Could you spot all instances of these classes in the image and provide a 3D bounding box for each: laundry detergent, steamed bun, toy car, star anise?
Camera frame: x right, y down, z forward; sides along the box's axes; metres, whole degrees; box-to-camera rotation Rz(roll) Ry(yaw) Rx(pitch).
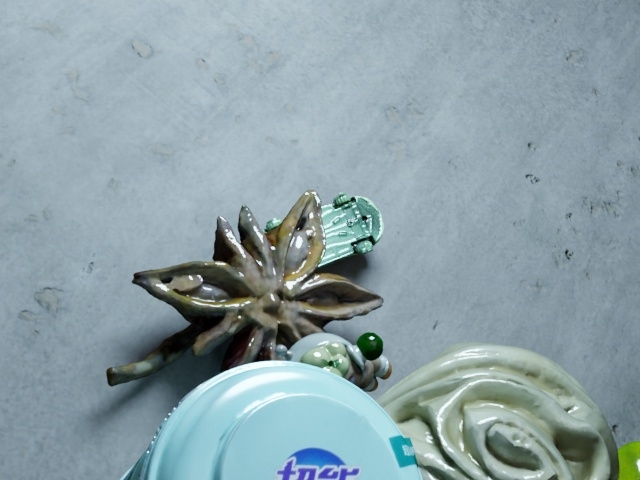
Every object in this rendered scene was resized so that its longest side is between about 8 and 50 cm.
[{"bbox_3d":[-0.061,0.287,0.980,0.287,0.305,0.287,11,58,-19],"label":"laundry detergent"},{"bbox_3d":[0.232,0.264,1.184,0.324,0.219,0.310,-29,77,-35],"label":"steamed bun"},{"bbox_3d":[0.000,0.000,1.333,0.186,0.058,0.093,-21,75,-21],"label":"toy car"},{"bbox_3d":[-0.082,0.086,1.203,0.292,0.109,0.349,35,66,-9],"label":"star anise"}]

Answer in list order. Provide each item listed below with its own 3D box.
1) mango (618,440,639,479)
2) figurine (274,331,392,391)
[{"bbox_3d":[0.460,0.398,1.266,0.175,0.143,0.293,8,48,-14],"label":"mango"},{"bbox_3d":[0.024,0.162,1.147,0.197,0.147,0.093,21,26,-49],"label":"figurine"}]
